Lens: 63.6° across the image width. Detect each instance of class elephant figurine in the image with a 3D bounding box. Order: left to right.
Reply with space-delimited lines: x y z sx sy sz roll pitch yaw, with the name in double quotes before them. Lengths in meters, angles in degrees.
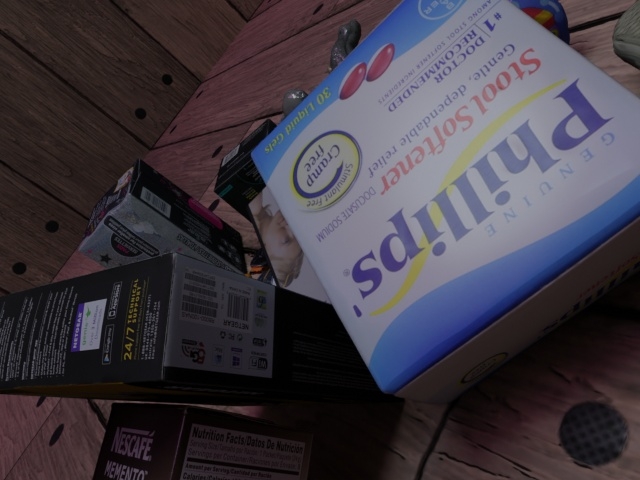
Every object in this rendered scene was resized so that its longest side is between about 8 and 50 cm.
"elephant figurine" 0.049 -0.209 0.823 0.239 0.169 0.186 -53 -12 -47

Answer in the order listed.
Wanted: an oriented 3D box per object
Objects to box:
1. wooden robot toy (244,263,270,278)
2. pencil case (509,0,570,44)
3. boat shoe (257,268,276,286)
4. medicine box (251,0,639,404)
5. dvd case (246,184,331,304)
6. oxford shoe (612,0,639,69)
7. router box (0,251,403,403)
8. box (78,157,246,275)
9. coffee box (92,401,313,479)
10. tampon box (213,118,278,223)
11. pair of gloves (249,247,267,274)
"wooden robot toy" -0.146 0.086 0.830 0.173 0.079 0.076 -54 30 -9
"pencil case" 0.175 -0.179 0.660 0.306 0.119 0.133 -48 23 3
"boat shoe" -0.067 0.108 0.727 0.083 0.065 0.183 -38 30 45
"medicine box" 0.117 -0.049 0.468 0.263 0.149 0.289 -41 54 15
"dvd case" 0.000 0.000 0.659 0.180 0.022 0.253 -41 58 28
"oxford shoe" 0.337 -0.161 0.397 0.169 0.130 0.449 -41 8 39
"router box" -0.099 0.105 0.474 0.242 0.308 0.081 -13 66 33
"box" -0.274 0.005 0.924 0.142 0.247 0.163 -44 30 13
"coffee box" -0.118 0.283 0.388 0.168 0.118 0.297 -21 53 49
"tampon box" -0.072 -0.090 0.849 0.120 0.161 0.101 -34 32 24
"pair of gloves" -0.072 0.029 0.831 0.083 0.010 0.074 -9 32 10
